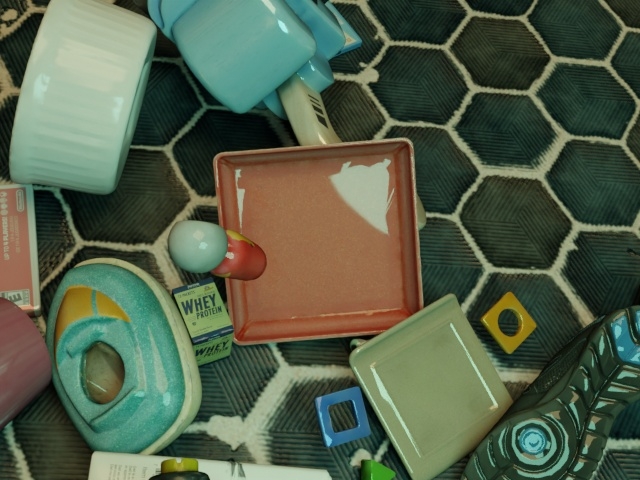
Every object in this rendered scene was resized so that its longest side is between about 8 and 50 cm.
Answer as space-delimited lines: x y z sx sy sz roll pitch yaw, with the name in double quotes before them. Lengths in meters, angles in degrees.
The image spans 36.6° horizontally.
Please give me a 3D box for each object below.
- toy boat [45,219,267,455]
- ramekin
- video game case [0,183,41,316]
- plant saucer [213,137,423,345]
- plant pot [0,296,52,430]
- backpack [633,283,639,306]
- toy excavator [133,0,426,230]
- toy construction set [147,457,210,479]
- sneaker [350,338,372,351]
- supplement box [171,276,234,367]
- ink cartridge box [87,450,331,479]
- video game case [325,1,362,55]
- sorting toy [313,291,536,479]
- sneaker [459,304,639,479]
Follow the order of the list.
"toy boat" -0.209 0.092 1.146 0.318 0.148 0.267 -42 62 14
"ramekin" -0.315 -0.195 1.315 0.135 0.277 0.277 14 56 -10
"video game case" -0.521 0.022 1.280 0.285 0.025 0.204 -6 59 -13
"plant saucer" 0.000 0.000 1.283 0.259 0.048 0.259 -5 101 1
"plant pot" -0.423 0.160 1.122 0.201 0.201 0.180 42 45 16
"backpack" 0.573 0.107 1.231 0.290 0.356 0.273 28 60 7
"toy excavator" -0.051 -0.225 1.371 0.222 0.433 0.445 -35 46 20
"toy construction set" -0.090 0.339 0.895 0.308 0.237 0.258 20 60 1
"sneaker" 0.091 0.138 1.315 0.098 0.038 0.069 23 55 -7
"supplement box" -0.155 0.108 1.257 0.056 0.083 0.083 -17 62 -20
"ink cartridge box" -0.131 0.357 1.085 0.272 0.115 0.198 7 58 -6
"video game case" -0.031 -0.340 1.606 0.166 0.015 0.119 -26 66 -24
"sorting toy" 0.146 0.192 1.264 0.347 0.047 0.196 -27 90 -24
"sneaker" 0.309 0.227 1.235 0.341 0.139 0.125 -44 86 -3
